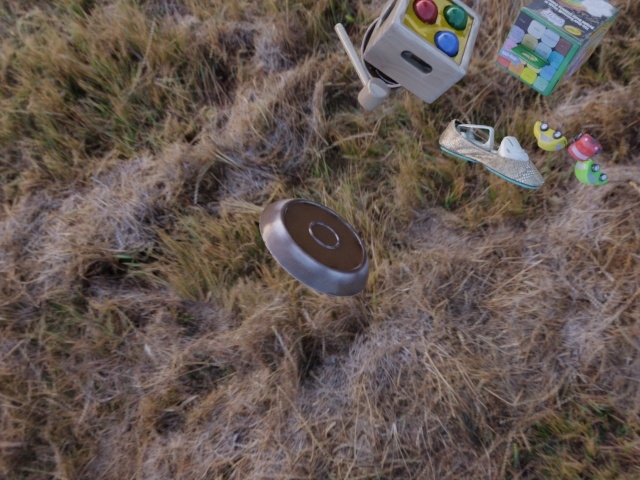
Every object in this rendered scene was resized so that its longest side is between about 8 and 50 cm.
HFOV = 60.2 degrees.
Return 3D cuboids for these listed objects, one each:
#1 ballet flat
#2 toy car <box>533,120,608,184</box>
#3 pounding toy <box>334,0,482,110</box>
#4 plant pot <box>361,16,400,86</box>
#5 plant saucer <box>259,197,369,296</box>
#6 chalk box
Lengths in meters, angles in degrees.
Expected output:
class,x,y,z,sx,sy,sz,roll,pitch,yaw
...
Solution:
class,x,y,z,sx,sy,sz,roll,pitch,yaw
ballet flat,0.301,-0.159,0.969,0.206,0.073,0.067,31,123,29
toy car,0.669,-0.208,1.439,0.225,0.239,0.053,38,98,-25
pounding toy,0.117,-0.278,0.774,0.181,0.094,0.206,30,61,-16
plant pot,0.207,-0.439,1.306,0.167,0.165,0.167,5,100,30
plant saucer,0.000,0.000,1.334,0.310,0.310,0.050,42,123,8
chalk box,0.596,-0.516,1.440,0.180,0.179,0.289,43,63,17
